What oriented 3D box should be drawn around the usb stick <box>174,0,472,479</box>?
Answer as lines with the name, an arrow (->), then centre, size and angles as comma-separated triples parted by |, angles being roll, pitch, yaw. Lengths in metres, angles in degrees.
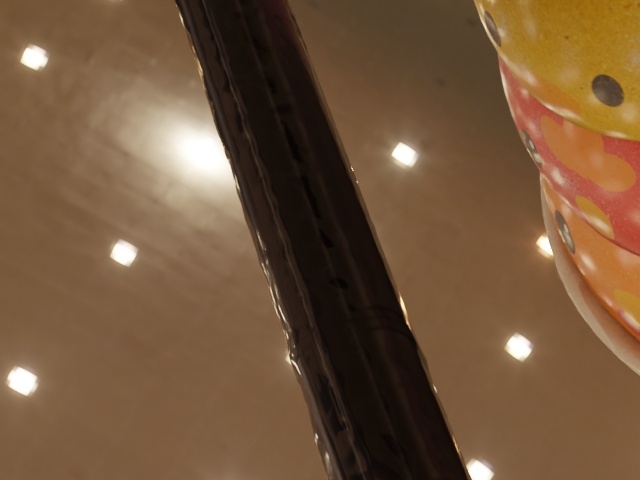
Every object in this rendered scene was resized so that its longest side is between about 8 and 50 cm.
usb stick -> 0.000, 0.000, 0.677 | 0.077, 0.045, 0.278 | 47, -161, -54

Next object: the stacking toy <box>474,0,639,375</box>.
stacking toy -> 0.174, -0.136, 0.822 | 0.480, 0.350, 0.350 | 34, -161, -49
